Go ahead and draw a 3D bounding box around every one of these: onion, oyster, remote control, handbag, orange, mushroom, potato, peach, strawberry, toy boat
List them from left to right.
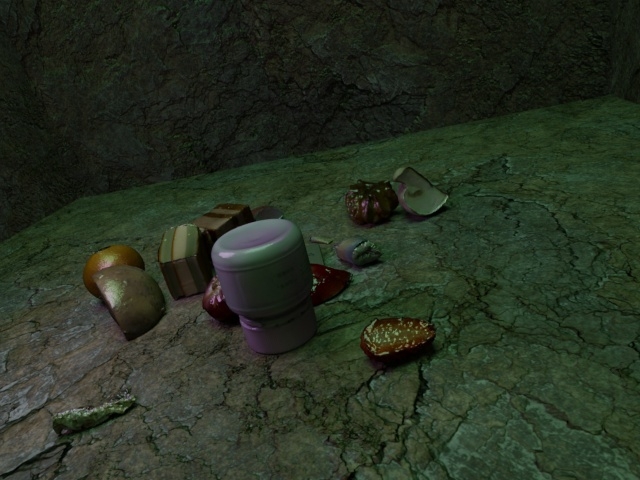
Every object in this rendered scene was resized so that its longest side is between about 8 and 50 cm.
[{"bbox_3d":[-0.567,0.427,1.273,0.106,0.061,0.200,10,31,43],"label":"oyster"},{"bbox_3d":[-0.802,0.126,1.950,0.236,0.236,0.236,-12,22,5],"label":"orange"},{"bbox_3d":[-0.644,0.185,1.737,0.211,0.189,0.264,-24,24,-26],"label":"potato"},{"bbox_3d":[-0.272,0.166,1.635,0.230,0.163,0.230,-42,30,32],"label":"onion"},{"bbox_3d":[-0.311,-0.115,2.454,0.206,0.096,0.282,-21,9,-35],"label":"toy boat"},{"bbox_3d":[-0.043,0.093,1.820,0.123,0.038,0.285,-16,24,-2],"label":"remote control"},{"bbox_3d":[-0.030,0.134,1.632,0.279,0.068,0.189,-19,38,-6],"label":"peach"},{"bbox_3d":[0.135,0.032,1.781,0.117,0.095,0.173,-25,21,-17],"label":"handbag"},{"bbox_3d":[0.191,0.254,1.241,0.188,0.082,0.121,-4,42,-1],"label":"strawberry"},{"bbox_3d":[0.373,-0.179,2.078,0.162,0.236,0.173,-61,14,-16],"label":"mushroom"}]

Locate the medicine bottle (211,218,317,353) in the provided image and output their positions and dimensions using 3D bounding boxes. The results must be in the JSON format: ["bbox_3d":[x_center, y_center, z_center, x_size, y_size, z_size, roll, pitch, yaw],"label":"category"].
[{"bbox_3d":[-0.144,0.126,1.404,0.256,0.325,0.256,-12,23,5],"label":"medicine bottle"}]

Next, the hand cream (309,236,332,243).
[{"bbox_3d":[0.000,0.000,2.040,0.102,0.022,0.035,7,29,31],"label":"hand cream"}]

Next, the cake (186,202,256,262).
[{"bbox_3d":[-0.420,-0.012,2.099,0.196,0.199,0.293,8,34,33],"label":"cake"}]

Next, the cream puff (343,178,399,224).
[{"bbox_3d":[0.207,-0.165,2.155,0.269,0.155,0.241,18,42,42],"label":"cream puff"}]

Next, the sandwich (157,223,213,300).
[{"bbox_3d":[-0.502,0.083,1.886,0.155,0.198,0.227,-13,36,-2],"label":"sandwich"}]
